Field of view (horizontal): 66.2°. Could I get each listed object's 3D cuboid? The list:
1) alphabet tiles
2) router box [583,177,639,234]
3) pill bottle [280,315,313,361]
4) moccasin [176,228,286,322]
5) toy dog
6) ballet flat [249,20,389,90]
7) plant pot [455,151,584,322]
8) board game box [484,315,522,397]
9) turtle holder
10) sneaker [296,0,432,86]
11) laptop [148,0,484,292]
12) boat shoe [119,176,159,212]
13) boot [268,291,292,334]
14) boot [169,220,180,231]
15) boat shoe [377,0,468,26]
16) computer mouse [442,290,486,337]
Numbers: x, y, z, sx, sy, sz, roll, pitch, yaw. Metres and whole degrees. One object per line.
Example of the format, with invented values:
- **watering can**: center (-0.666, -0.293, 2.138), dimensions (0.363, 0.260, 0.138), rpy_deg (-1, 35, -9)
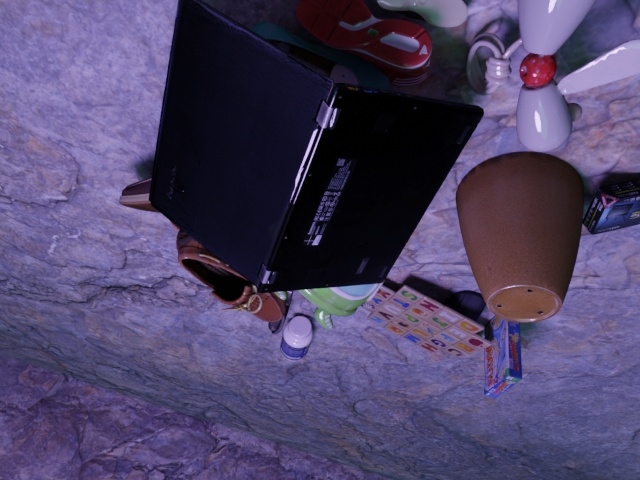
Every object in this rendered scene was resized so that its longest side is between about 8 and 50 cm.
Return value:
- **alphabet tiles**: center (0.272, 0.223, 1.333), dimensions (0.342, 0.011, 0.285), rpy_deg (28, 151, -2)
- **router box**: center (0.550, -0.064, 0.885), dimensions (0.122, 0.038, 0.092), rpy_deg (-12, 141, -2)
- **pill bottle**: center (-0.075, 0.308, 1.551), dimensions (0.094, 0.094, 0.169), rpy_deg (15, 143, 0)
- **moccasin**: center (-0.206, 0.107, 1.198), dimensions (0.139, 0.147, 0.380), rpy_deg (-14, 139, 18)
- **toy dog**: center (0.320, -0.292, 0.613), dimensions (0.160, 0.220, 0.334), rpy_deg (-20, 148, -7)
- **ballet flat**: center (-0.009, -0.273, 0.799), dimensions (0.247, 0.087, 0.083), rpy_deg (20, 142, -8)
- **plant pot**: center (0.366, 0.013, 0.901), dimensions (0.236, 0.255, 0.237), rpy_deg (9, 143, 7)
- **board game box**: center (0.462, 0.280, 1.250), dimensions (0.035, 0.201, 0.136), rpy_deg (15, 142, 0)
- **turtle holder**: center (0.009, 0.001, 1.051), dimensions (0.227, 0.243, 0.320), rpy_deg (-43, 87, 19)
- **sneaker**: center (0.068, -0.293, 0.750), dimensions (0.221, 0.087, 0.128), rpy_deg (36, -179, 17)
- **laptop**: center (-0.034, -0.127, 0.804), dimensions (0.407, 0.236, 0.382), rpy_deg (-1, 135, -29)
- **boat shoe**: center (-0.276, -0.134, 1.049), dimensions (0.341, 0.123, 0.123), rpy_deg (-7, 169, 22)
- **boot**: center (-0.197, 0.152, 1.409), dimensions (0.228, 0.091, 0.263), rpy_deg (16, 132, -1)
- **boot**: center (-0.320, -0.014, 1.258), dimensions (0.157, 0.059, 0.084), rpy_deg (31, 147, -19)
- **boat shoe**: center (0.145, -0.341, 0.701), dimensions (0.132, 0.042, 0.049), rpy_deg (14, 122, 1)
- **computer mouse**: center (0.381, 0.238, 1.339), dimensions (0.184, 0.060, 0.262), rpy_deg (26, 142, -13)
